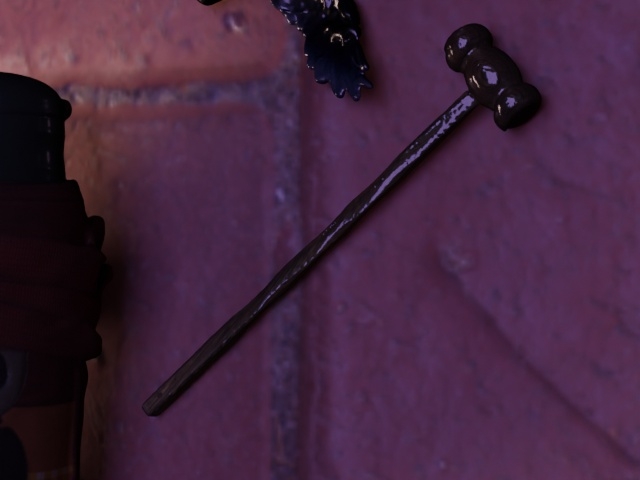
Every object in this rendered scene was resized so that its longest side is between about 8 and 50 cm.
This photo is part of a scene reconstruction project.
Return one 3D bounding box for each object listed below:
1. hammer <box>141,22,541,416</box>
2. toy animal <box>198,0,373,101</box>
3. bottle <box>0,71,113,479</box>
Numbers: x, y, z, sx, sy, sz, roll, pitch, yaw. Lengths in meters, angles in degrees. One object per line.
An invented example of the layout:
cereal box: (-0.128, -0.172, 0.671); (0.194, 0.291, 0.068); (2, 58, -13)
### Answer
hammer: (0.000, 0.000, 1.039); (0.292, 0.029, 0.058); (-44, 66, 17)
toy animal: (-0.028, -0.169, 1.060); (0.108, 0.062, 0.220); (-21, 73, 3)
bottle: (-0.199, 0.040, 1.057); (0.143, 0.156, 0.271); (1, 88, 50)
